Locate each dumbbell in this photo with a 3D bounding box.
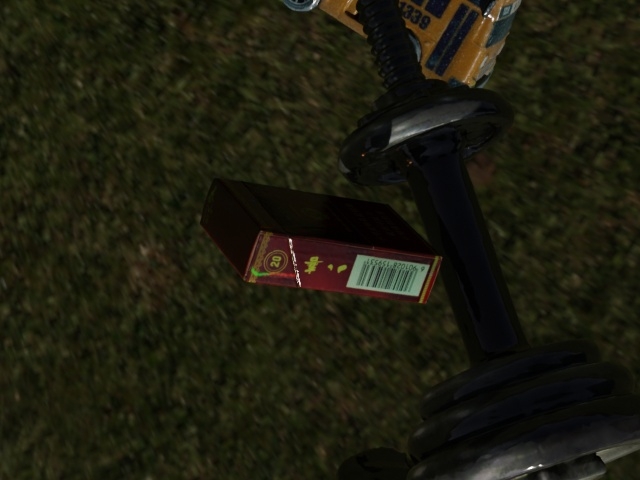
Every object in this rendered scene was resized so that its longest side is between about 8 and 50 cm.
[{"bbox_3d":[0.063,0.008,0.678,0.110,0.110,0.254,-14,75,-13],"label":"dumbbell"}]

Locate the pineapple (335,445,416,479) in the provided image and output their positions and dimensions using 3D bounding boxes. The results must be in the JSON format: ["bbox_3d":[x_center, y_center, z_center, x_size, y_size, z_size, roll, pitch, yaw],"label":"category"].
[{"bbox_3d":[0.025,0.252,1.105,0.223,0.223,0.357,33,106,-22],"label":"pineapple"}]

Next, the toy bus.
[{"bbox_3d":[0.057,-0.189,1.148,0.182,0.091,0.103,34,115,8],"label":"toy bus"}]

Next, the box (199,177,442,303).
[{"bbox_3d":[0.000,0.000,0.626,0.082,0.051,0.023,8,111,-29],"label":"box"}]
